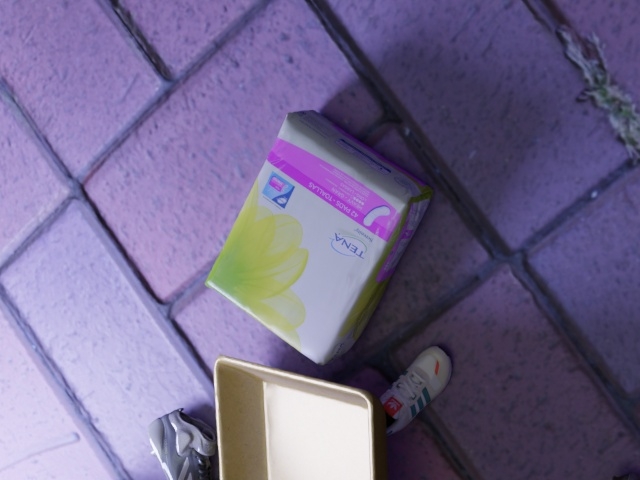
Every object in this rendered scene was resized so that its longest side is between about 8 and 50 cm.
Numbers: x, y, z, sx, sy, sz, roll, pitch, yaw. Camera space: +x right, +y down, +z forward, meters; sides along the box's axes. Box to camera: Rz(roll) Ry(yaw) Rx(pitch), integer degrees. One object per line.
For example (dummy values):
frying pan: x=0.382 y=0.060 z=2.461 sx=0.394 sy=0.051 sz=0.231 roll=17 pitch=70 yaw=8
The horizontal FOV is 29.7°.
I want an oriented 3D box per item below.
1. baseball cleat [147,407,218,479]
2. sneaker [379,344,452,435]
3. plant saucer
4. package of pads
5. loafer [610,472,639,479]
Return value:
baseball cleat: x=-0.191 y=0.359 z=1.862 sx=0.109 sy=0.072 sz=0.205 roll=-29 pitch=90 yaw=21
sneaker: x=0.122 y=0.217 z=1.679 sx=0.057 sy=0.075 sz=0.161 roll=43 pitch=115 yaw=13
plant saucer: x=-0.013 y=0.339 z=1.724 sx=0.333 sy=0.081 sz=0.332 roll=8 pitch=103 yaw=46
package of pads: x=0.000 y=0.000 z=1.686 sx=0.229 sy=0.101 sz=0.296 roll=35 pitch=113 yaw=18
loafer: x=0.362 y=0.417 z=1.589 sx=0.087 sy=0.094 sz=0.251 roll=17 pitch=107 yaw=18
